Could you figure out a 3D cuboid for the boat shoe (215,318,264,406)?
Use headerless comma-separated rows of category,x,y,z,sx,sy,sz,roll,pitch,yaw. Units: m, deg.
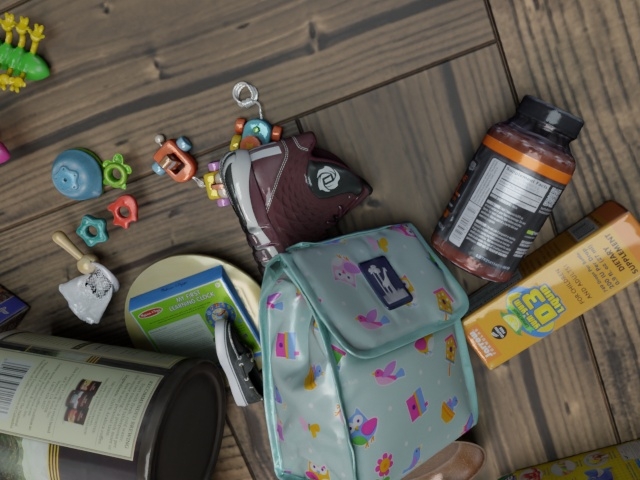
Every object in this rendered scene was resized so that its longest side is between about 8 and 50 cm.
boat shoe,-0.102,0.156,0.803,0.040,0.049,0.142,-10,123,4

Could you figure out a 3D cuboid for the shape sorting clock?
shape sorting clock,-0.160,0.110,0.831,0.206,0.040,0.206,2,118,4

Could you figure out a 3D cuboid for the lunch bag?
lunch bag,0.051,0.117,0.692,0.160,0.223,0.262,0,100,48

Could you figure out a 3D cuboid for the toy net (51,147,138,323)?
toy net,-0.290,-0.003,0.820,0.122,0.045,0.232,2,108,6

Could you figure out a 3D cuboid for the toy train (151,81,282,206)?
toy train,-0.129,-0.110,0.762,0.166,0.046,0.125,-36,98,16

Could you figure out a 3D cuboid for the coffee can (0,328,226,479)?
coffee can,-0.285,0.229,0.782,0.275,0.201,0.201,6,107,15

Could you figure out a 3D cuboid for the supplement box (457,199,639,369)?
supplement box,0.273,0.054,0.736,0.233,0.080,0.078,-38,95,19

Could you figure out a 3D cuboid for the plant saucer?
plant saucer,0.116,0.296,0.808,0.199,0.036,0.198,-9,136,-9

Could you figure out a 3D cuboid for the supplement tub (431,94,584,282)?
supplement tub,0.212,-0.059,0.699,0.106,0.106,0.198,26,107,0

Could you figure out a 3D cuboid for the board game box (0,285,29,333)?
board game box,-0.601,0.112,0.843,0.291,0.141,0.232,36,107,-3

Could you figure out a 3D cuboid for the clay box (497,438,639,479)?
clay box,0.338,0.325,0.777,0.222,0.127,0.053,-21,101,14

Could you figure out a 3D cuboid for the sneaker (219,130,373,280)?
sneaker,0.000,0.000,0.751,0.162,0.106,0.281,-24,118,-9

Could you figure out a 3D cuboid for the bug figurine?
bug figurine,-0.458,-0.191,0.746,0.216,0.072,0.279,22,83,-10
